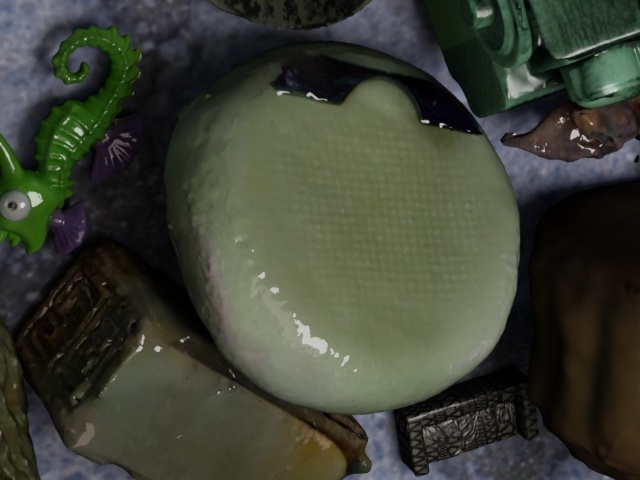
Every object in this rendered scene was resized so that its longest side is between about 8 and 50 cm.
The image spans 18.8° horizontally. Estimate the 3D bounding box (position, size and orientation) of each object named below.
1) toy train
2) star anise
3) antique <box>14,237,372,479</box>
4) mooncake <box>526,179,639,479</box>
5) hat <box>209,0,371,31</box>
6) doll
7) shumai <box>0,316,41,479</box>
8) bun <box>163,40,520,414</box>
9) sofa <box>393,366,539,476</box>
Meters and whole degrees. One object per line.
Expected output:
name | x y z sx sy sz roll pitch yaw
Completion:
toy train | 0.141 -0.232 1.394 0.166 0.238 0.299 -19 91 -13
star anise | 0.239 -0.097 1.527 0.171 0.208 0.063 -20 90 26
antique | -0.087 0.133 1.513 0.284 0.150 0.125 34 98 -34
mooncake | 0.319 0.079 1.537 0.324 0.324 0.187 -3 113 -19
hat | -0.031 -0.290 1.377 0.128 0.265 0.266 -48 122 -38
doll | -0.195 -0.074 1.441 0.115 0.050 0.190 33 92 -33
shumai | -0.388 0.178 1.331 0.323 0.397 0.324 -16 109 16
bun | 0.000 0.000 1.463 0.293 0.187 0.293 9 72 -27
sofa | 0.124 0.154 1.638 0.118 0.039 0.060 -15 113 -15
